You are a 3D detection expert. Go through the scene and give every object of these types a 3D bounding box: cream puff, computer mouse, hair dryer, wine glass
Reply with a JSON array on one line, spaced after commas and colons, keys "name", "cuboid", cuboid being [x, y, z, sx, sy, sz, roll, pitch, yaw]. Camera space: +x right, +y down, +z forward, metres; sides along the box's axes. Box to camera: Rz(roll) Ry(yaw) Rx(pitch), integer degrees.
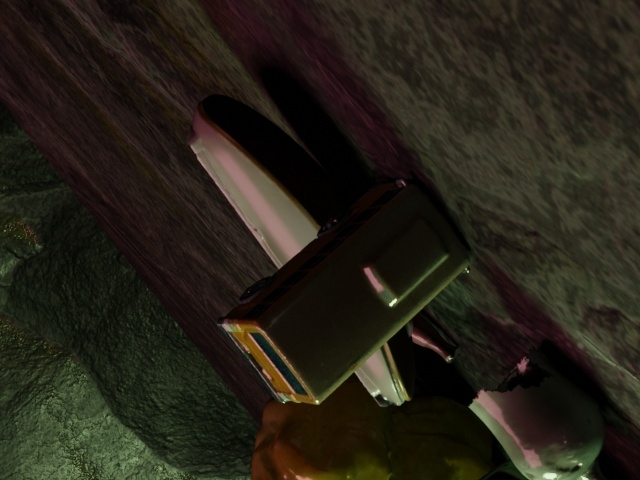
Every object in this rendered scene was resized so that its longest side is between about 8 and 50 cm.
[{"name": "cream puff", "cuboid": [0.078, 0.279, 1.425, 0.291, 0.257, 0.324, -79, -19, -46]}, {"name": "computer mouse", "cuboid": [0.000, 0.000, 1.211, 0.310, 0.072, 0.158, 55, -168, -7]}, {"name": "hair dryer", "cuboid": [0.070, 0.061, 1.335, 0.154, 0.054, 0.106, 37, 161, 17]}, {"name": "wine glass", "cuboid": [0.200, 0.170, 1.052, 0.195, 0.079, 0.079, 46, 168, 15]}]

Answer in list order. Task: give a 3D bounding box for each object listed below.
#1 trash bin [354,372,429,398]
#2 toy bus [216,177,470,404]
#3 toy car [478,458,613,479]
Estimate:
[{"name": "trash bin", "cuboid": [0.087, 0.196, 1.632, 0.130, 0.059, 0.116, 35, 159, 56]}, {"name": "toy bus", "cuboid": [0.023, 0.035, 1.073, 0.091, 0.182, 0.103, 53, 160, -12]}, {"name": "toy car", "cuboid": [0.242, 0.280, 1.119, 0.306, 0.136, 0.125, 48, 150, 24]}]
